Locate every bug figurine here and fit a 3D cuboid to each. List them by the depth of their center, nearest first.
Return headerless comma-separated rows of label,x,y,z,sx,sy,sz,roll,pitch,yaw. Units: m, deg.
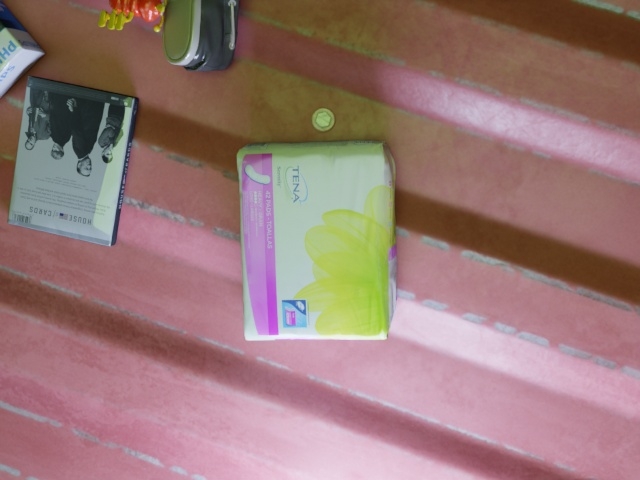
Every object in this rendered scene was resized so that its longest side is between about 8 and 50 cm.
bug figurine,-0.285,-0.444,1.216,0.216,0.072,0.279,19,99,21

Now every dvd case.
dvd case,-0.393,-0.125,1.336,0.179,0.029,0.238,13,99,6

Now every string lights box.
string lights box,-0.569,-0.348,1.309,0.133,0.077,0.259,-40,90,11

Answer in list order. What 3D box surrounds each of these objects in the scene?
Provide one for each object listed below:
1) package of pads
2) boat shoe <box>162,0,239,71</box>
package of pads,0.000,0.000,1.258,0.229,0.101,0.296,-1,98,9
boat shoe,-0.165,-0.415,1.246,0.112,0.095,0.335,11,96,43
